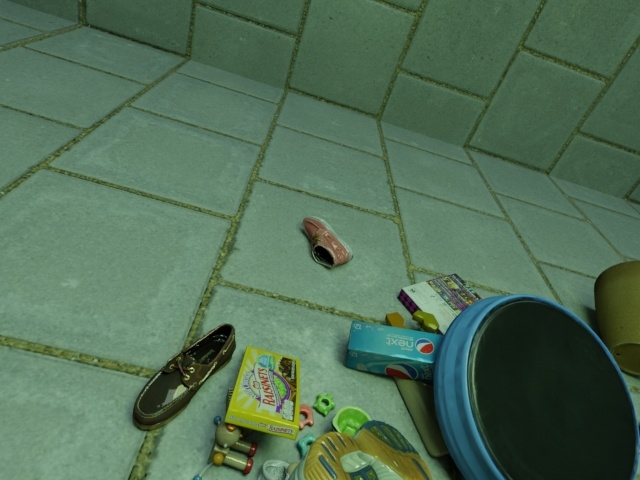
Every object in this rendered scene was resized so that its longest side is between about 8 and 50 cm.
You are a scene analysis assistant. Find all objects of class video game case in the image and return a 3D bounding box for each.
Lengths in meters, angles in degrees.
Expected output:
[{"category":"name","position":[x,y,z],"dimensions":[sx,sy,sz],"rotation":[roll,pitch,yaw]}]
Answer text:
[{"category":"video game case","position":[0.337,0.186,1.025],"dimensions":[0.210,0.042,0.232],"rotation":[-10,44,-34]}]

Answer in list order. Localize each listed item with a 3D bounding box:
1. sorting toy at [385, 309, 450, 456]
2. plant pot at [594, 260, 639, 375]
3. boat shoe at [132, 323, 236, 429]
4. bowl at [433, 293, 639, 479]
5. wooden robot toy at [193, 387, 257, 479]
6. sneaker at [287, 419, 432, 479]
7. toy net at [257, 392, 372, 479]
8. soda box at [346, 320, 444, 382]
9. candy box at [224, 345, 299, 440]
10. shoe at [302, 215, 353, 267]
[{"category":"sorting toy","position":[0.258,0.266,0.855],"dimensions":[0.228,0.041,0.307],"rotation":[-7,41,-14]},{"category":"plant pot","position":[0.848,0.224,1.113],"dimensions":[0.237,0.237,0.254],"rotation":[31,51,15]},{"category":"boat shoe","position":[-0.215,0.208,0.681],"dimensions":[0.073,0.073,0.207],"rotation":[30,36,12]},{"category":"bowl","position":[0.387,0.281,0.738],"dimensions":[0.390,0.077,0.392],"rotation":[8,64,-17]},{"category":"wooden robot toy","position":[-0.125,0.285,0.613],"dimensions":[0.076,0.079,0.173],"rotation":[17,34,-5]},{"category":"sneaker","position":[0.047,0.340,0.589],"dimensions":[0.296,0.131,0.112],"rotation":[28,13,-45]},{"category":"toy net","position":[-0.023,0.320,0.647],"dimensions":[0.122,0.045,0.232],"rotation":[40,39,26]},{"category":"soda box","position":[0.158,0.219,0.816],"dimensions":[0.209,0.067,0.071],"rotation":[8,41,8]},{"category":"candy box","position":[-0.086,0.237,0.679],"dimensions":[0.105,0.027,0.206],"rotation":[15,10,-6]},{"category":"shoe","position":[0.000,0.000,1.091],"dimensions":[0.178,0.064,0.081],"rotation":[43,34,23]}]
